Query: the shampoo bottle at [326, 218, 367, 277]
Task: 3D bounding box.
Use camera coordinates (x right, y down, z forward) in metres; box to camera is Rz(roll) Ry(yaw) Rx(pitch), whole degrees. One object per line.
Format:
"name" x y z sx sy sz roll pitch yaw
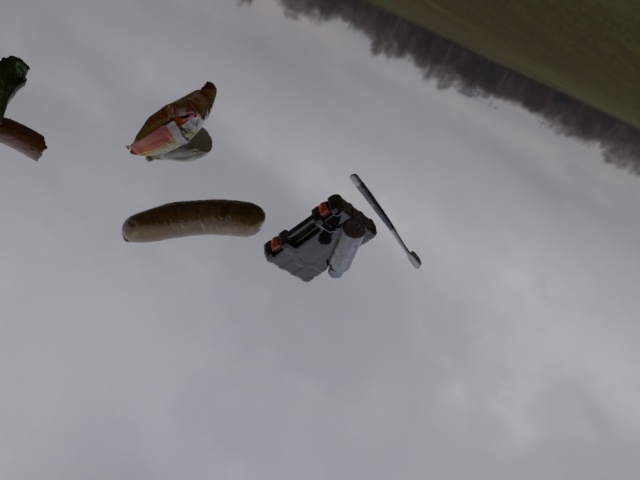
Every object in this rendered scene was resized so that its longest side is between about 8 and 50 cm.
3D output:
"shampoo bottle" 0.064 0.029 1.803 0.072 0.214 0.072 7 -127 -10

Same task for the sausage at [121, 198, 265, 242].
"sausage" -0.428 -0.069 2.235 0.500 0.136 0.123 -3 177 7

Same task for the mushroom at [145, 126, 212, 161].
"mushroom" -0.478 -0.309 2.236 0.093 0.225 0.116 14 -121 -75

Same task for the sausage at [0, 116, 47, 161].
"sausage" -0.905 -0.297 1.819 0.302 0.103 0.076 12 169 -29

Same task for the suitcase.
"suitcase" 0.000 0.000 1.911 0.206 0.285 0.066 34 -150 -44

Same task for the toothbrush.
"toothbrush" 0.160 -0.046 1.599 0.288 0.024 0.026 52 -146 -15

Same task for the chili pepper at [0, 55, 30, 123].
"chili pepper" -0.539 -0.204 1.051 0.108 0.216 0.062 42 166 -13

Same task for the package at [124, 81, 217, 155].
"package" -0.380 -0.306 1.750 0.108 0.223 0.288 58 -164 -17
